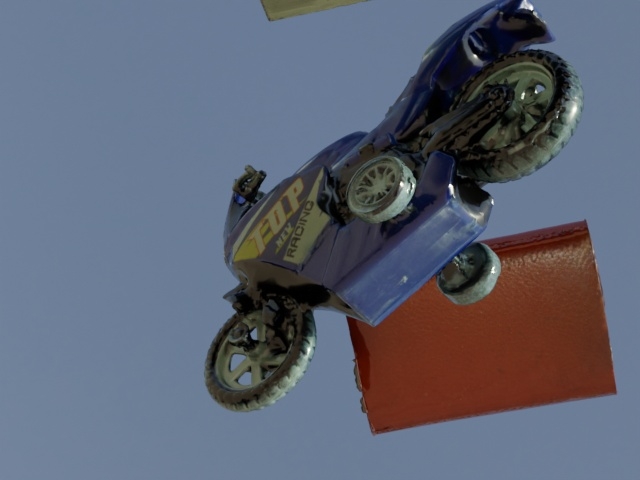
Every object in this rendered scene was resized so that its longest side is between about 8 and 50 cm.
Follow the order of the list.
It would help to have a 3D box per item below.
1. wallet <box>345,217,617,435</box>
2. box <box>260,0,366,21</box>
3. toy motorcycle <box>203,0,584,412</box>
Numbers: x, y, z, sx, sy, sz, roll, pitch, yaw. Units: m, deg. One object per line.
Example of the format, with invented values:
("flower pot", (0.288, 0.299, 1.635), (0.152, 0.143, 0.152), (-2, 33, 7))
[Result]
("wallet", (0.125, 0.070, 1.296), (0.204, 0.045, 0.142), (-11, -84, 9))
("box", (0.069, -0.219, 0.956), (0.225, 0.129, 0.086), (-9, -50, 18))
("toy motorcycle", (0.032, -0.029, 1.041), (0.113, 0.315, 0.169), (42, 10, -38))
